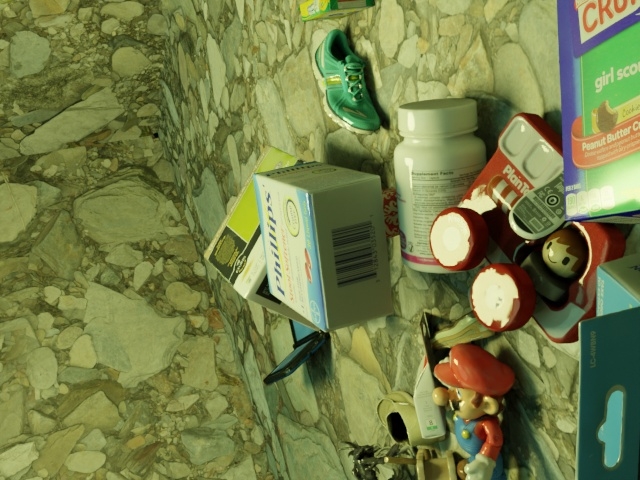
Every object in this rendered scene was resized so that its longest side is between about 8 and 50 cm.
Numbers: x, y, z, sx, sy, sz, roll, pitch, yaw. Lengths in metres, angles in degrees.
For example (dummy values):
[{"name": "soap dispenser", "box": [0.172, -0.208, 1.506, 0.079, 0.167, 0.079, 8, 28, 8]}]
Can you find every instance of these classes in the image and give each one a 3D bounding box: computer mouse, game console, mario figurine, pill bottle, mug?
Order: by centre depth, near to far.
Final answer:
[{"name": "computer mouse", "box": [0.342, -0.067, 1.042, 0.106, 0.193, 0.042, 56, -176, 32]}, {"name": "pill bottle", "box": [0.212, -0.099, 1.341, 0.160, 0.160, 0.283, -151, 52, -62]}, {"name": "mario figurine", "box": [0.266, 0.341, 1.436, 0.198, 0.170, 0.320, 14, 121, 47]}, {"name": "mug", "box": [0.124, -0.063, 1.567, 0.150, 0.169, 0.113, -135, 38, -55]}, {"name": "game console", "box": [-0.100, 0.285, 2.337, 0.173, 0.250, 0.293, 48, 156, 1]}]

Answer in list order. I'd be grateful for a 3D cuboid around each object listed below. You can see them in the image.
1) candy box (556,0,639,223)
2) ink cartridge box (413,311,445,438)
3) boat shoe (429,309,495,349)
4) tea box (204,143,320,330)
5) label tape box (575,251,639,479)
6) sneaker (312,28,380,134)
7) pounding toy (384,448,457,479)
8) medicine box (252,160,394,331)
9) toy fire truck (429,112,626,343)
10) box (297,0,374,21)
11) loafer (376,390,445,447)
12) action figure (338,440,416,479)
[{"name": "candy box", "box": [0.387, -0.188, 0.828, 0.268, 0.122, 0.317, 166, 105, -69]}, {"name": "ink cartridge box", "box": [0.213, 0.274, 1.589, 0.181, 0.056, 0.224, -21, -84, -80]}, {"name": "boat shoe", "box": [0.275, 0.191, 1.487, 0.072, 0.068, 0.190, 60, 155, 11]}, {"name": "tea box", "box": [-0.069, -0.016, 1.812, 0.329, 0.220, 0.323, -60, 31, 3]}, {"name": "label tape box", "box": [0.374, 0.138, 0.815, 0.115, 0.348, 0.249, -149, 50, -62]}, {"name": "sneaker", "box": [0.057, -0.345, 1.674, 0.275, 0.107, 0.110, 66, 146, 26]}, {"name": "pounding toy", "box": [0.220, 0.535, 1.636, 0.269, 0.155, 0.154, 49, -146, -77]}, {"name": "medicine box", "box": [0.000, 0.000, 1.473, 0.289, 0.149, 0.263, 23, 124, 63]}, {"name": "toy fire truck", "box": [0.324, -0.013, 1.142, 0.302, 0.169, 0.254, 58, 133, 37]}, {"name": "box", "box": [0.027, -0.502, 1.642, 0.179, 0.105, 0.043, -159, 60, -66]}, {"name": "loafer", "box": [0.188, 0.416, 1.784, 0.268, 0.092, 0.101, 170, 87, -69]}, {"name": "action figure", "box": [0.170, 0.577, 1.870, 0.275, 0.141, 0.164, 45, 147, 27]}]
